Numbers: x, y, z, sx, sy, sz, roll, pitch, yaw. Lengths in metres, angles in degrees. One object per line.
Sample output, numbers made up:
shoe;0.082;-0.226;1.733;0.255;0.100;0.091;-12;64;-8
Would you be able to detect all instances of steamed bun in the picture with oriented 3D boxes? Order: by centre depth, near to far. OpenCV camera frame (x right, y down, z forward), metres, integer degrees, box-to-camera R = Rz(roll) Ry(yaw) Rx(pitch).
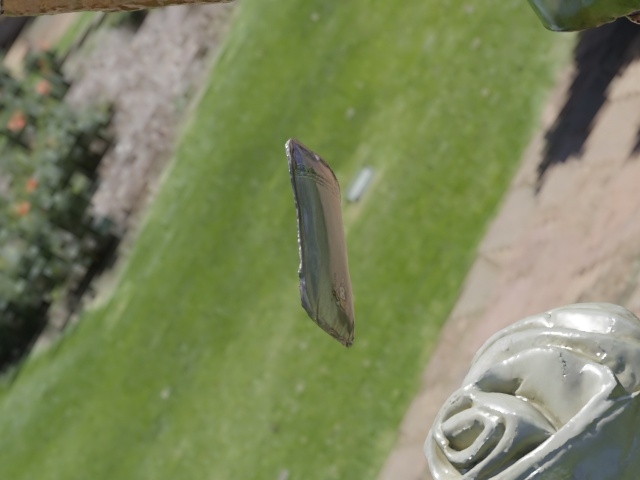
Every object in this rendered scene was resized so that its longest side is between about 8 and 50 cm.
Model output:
steamed bun;0.146;0.141;1.271;0.211;0.144;0.218;-7;63;64

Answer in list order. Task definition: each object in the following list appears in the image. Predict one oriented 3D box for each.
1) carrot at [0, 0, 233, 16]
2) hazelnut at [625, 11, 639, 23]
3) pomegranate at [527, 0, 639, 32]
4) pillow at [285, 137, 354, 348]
carrot;-0.145;-0.225;1.524;0.102;0.263;0.102;180;90;-80
hazelnut;0.412;-0.314;2.371;0.086;0.086;0.086;-52;18;24
pomegranate;0.315;-0.323;1.926;0.241;0.159;0.190;-19;12;-8
pillow;0.000;0.000;2.060;0.038;0.130;0.232;-16;64;19
